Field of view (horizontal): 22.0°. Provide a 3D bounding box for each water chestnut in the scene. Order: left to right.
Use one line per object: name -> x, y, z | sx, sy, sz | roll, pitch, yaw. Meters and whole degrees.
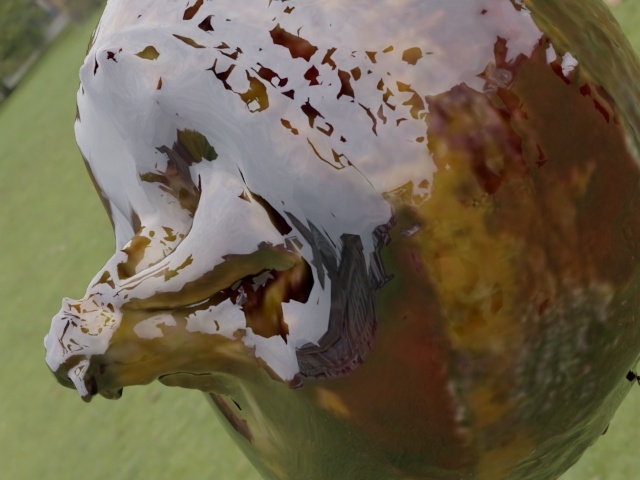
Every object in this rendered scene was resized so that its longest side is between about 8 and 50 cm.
water chestnut -> 0.000, 0.000, 0.822 | 0.302, 0.350, 0.350 | -35, 5, -28
